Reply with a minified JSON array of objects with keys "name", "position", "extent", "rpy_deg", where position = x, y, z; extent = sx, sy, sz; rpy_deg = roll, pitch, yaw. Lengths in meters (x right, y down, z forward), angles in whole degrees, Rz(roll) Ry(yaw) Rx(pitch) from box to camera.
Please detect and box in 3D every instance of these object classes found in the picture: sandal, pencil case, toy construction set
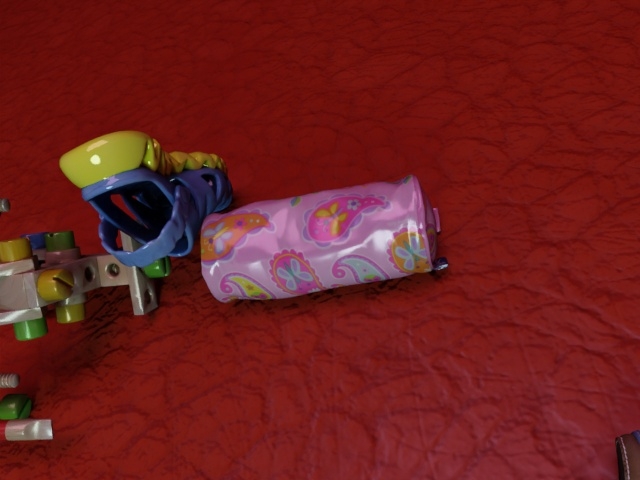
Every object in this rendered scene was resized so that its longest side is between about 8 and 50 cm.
[{"name":"sandal","position":[-0.193,-0.041,0.726],"extent":[0.126,0.317,0.138],"rpy_deg":[-18,89,15]},{"name":"pencil case","position":[0.000,0.000,0.698],"extent":[0.284,0.124,0.124],"rpy_deg":[-11,49,13]},{"name":"toy construction set","position":[-0.320,0.084,0.714],"extent":[0.237,0.257,0.309],"rpy_deg":[-2,72,6]}]

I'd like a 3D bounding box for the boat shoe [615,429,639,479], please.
[{"name":"boat shoe","position":[0.231,0.233,0.439],"extent":[0.066,0.066,0.183],"rpy_deg":[-3,52,22]}]
